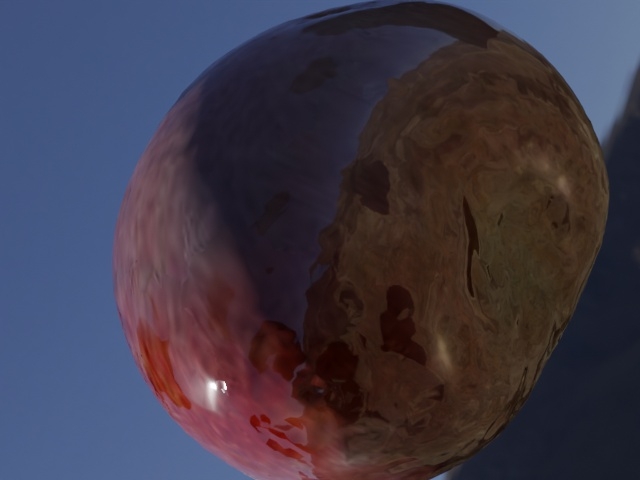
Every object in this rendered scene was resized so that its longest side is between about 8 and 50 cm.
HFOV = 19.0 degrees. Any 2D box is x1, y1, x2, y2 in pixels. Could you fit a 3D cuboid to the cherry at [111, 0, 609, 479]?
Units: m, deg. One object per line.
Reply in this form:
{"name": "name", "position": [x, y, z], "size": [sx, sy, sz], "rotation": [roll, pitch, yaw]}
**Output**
{"name": "cherry", "position": [0.002, -0.003, 0.875], "size": [0.206, 0.239, 0.239], "rotation": [52, -125, -49]}
